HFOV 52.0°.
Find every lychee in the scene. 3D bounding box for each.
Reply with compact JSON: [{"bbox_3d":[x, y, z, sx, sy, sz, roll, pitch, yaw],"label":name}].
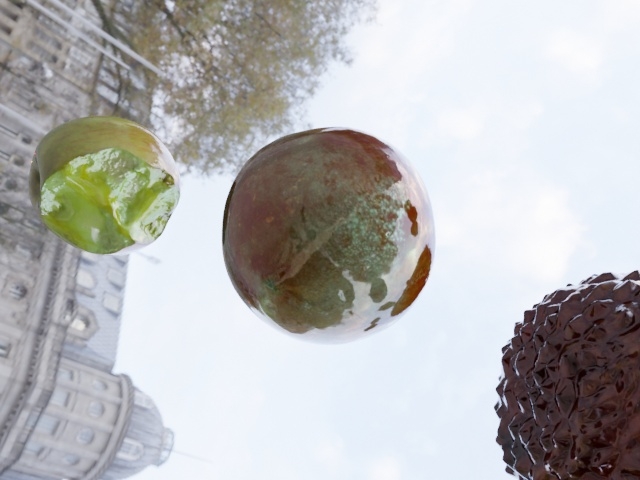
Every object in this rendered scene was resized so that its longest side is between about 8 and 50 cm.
[{"bbox_3d":[0.492,0.237,1.030,0.425,0.424,0.500,-4,-138,51],"label":"lychee"}]

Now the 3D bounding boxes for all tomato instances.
[{"bbox_3d":[0.000,0.000,0.794,0.270,0.270,0.223,-19,-166,45],"label":"tomato"}]

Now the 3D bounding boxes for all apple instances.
[{"bbox_3d":[-0.380,-0.094,1.137,0.246,0.226,0.246,-12,-106,48],"label":"apple"}]
